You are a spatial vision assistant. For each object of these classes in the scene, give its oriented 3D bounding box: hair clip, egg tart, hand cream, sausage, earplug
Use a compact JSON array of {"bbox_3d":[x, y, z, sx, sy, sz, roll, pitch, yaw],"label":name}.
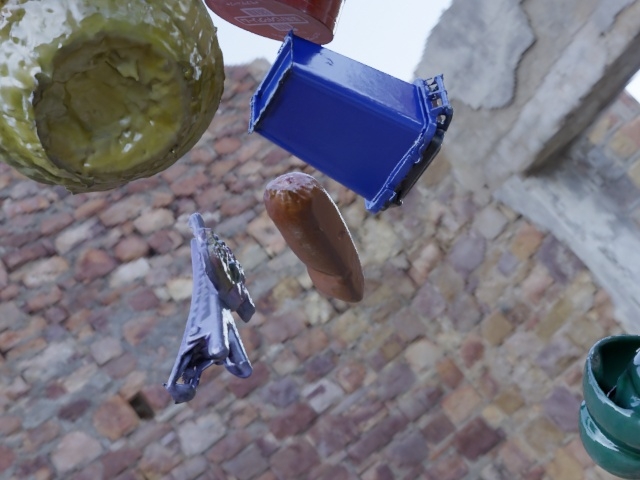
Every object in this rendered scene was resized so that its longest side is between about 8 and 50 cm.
[{"bbox_3d":[-0.130,0.081,1.245,0.090,0.278,0.137,-18,-46,20],"label":"hair clip"},{"bbox_3d":[-0.223,-0.162,1.001,0.290,0.115,0.290,-16,-51,-21],"label":"egg tart"},{"bbox_3d":[-0.054,-0.355,1.334,0.193,0.193,0.125,29,-103,-75],"label":"hand cream"},{"bbox_3d":[0.001,0.000,1.653,0.094,0.097,0.348,-58,-34,-19],"label":"sausage"},{"bbox_3d":[0.397,0.199,1.102,0.164,0.257,0.280,-2,-44,-17],"label":"earplug"}]

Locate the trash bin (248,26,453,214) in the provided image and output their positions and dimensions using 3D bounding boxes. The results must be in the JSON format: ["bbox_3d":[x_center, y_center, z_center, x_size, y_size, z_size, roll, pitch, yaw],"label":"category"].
[{"bbox_3d":[0.039,-0.169,1.296,0.184,0.235,0.162,-55,20,29],"label":"trash bin"}]
